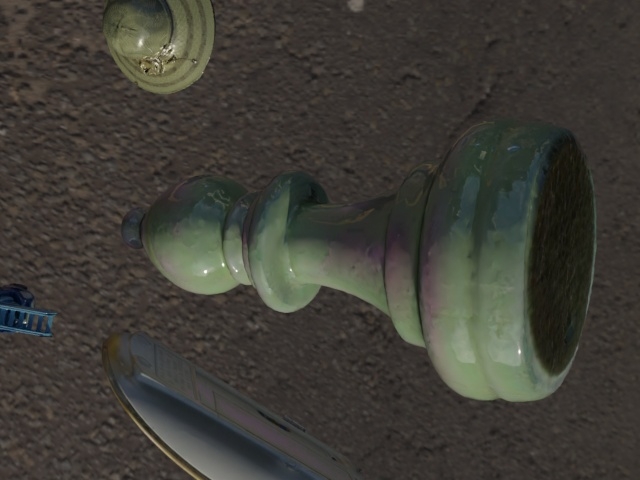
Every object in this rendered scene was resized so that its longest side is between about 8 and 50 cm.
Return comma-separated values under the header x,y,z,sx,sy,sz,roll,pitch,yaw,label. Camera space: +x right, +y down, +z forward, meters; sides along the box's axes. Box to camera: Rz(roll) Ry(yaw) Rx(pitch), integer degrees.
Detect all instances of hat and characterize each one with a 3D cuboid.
x,y,z,sx,sy,sz,roll,pitch,yaw,label
-0.309,-0.368,1.622,0.110,0.252,0.252,-27,119,-56,hat

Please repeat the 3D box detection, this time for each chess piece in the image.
x,y,z,sx,sy,sz,roll,pitch,yaw,label
0.000,0.000,0.515,0.139,0.271,0.139,-17,110,-58,chess piece

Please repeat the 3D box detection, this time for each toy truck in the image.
x,y,z,sx,sy,sz,roll,pitch,yaw,label
-0.346,0.085,1.086,0.073,0.090,0.056,5,100,-54,toy truck

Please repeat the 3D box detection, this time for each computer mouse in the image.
x,y,z,sx,sy,sz,roll,pitch,yaw,label
-0.054,0.124,0.585,0.199,0.102,0.045,34,94,-17,computer mouse
